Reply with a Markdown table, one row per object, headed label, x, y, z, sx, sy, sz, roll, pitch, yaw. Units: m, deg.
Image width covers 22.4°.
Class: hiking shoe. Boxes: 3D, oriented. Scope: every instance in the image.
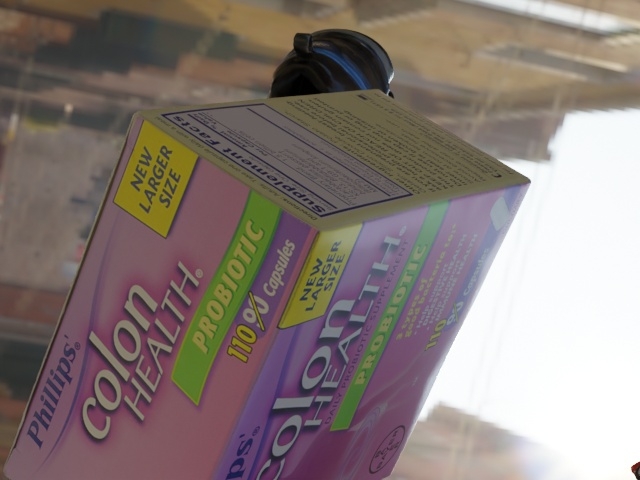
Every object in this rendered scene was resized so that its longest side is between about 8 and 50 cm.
| label | x | y | z | sx | sy | sz | roll | pitch | yaw |
| --- | --- | --- | --- | --- | --- | --- | --- | --- | --- |
| hiking shoe | 0.000 | 0.000 | 1.180 | 0.132 | 0.113 | 0.304 | -30 | 114 | -70 |

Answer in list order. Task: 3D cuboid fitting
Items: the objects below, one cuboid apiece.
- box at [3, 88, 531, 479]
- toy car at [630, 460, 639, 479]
| label | x | y | z | sx | sy | sz | roll | pitch | yaw |
| --- | --- | --- | --- | --- | --- | --- | --- | --- | --- |
| box | -0.021 | 0.042 | 0.878 | 0.117 | 0.243 | 0.213 | 33 | -68 | 24 |
| toy car | 0.293 | 0.209 | 1.026 | 0.053 | 0.225 | 0.239 | -40 | 165 | -2 |
